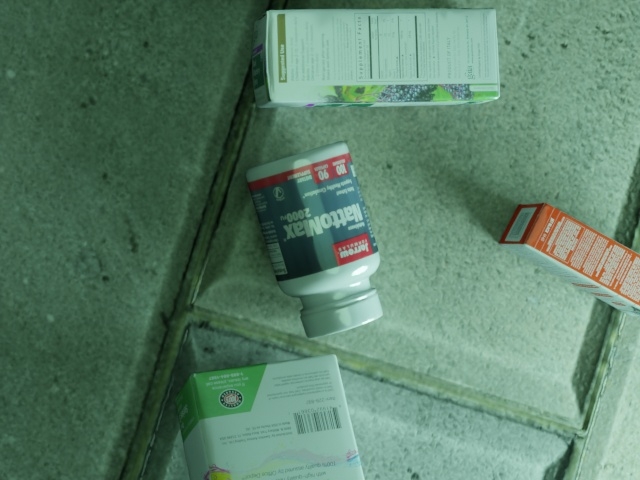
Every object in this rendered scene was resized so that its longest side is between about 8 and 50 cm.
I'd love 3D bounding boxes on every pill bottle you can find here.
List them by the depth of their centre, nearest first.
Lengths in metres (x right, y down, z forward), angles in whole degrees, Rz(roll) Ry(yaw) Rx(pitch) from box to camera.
[{"bbox_3d":[0.000,0.000,1.723,0.108,0.108,0.180,-18,93,-10],"label":"pill bottle"}]

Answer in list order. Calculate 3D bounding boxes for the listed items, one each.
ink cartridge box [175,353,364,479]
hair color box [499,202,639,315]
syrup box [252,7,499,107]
[{"bbox_3d":[-0.043,0.232,1.678,0.154,0.093,0.212,-7,69,-20],"label":"ink cartridge box"},{"bbox_3d":[0.278,0.021,1.782,0.167,0.093,0.053,29,85,-10],"label":"hair color box"},{"bbox_3d":[0.054,-0.183,1.741,0.236,0.093,0.096,-3,91,-11],"label":"syrup box"}]
